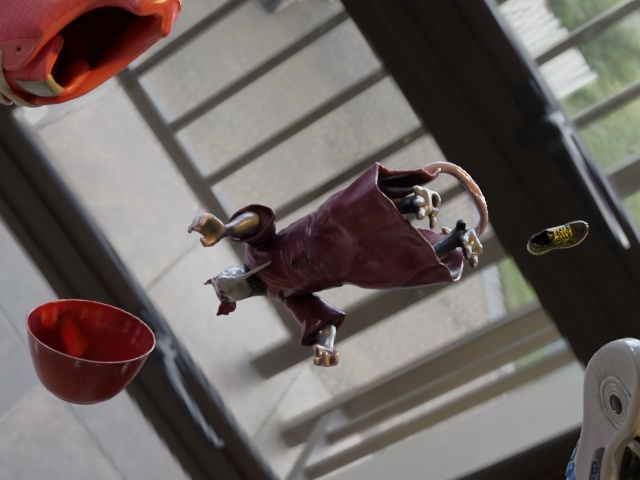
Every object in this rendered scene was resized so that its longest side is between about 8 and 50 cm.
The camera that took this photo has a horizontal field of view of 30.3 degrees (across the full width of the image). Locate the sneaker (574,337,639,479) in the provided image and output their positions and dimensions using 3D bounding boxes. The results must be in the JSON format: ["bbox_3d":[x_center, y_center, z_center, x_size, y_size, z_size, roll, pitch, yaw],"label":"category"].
[{"bbox_3d":[0.312,0.159,1.109,0.079,0.121,0.217,-119,-158,-43],"label":"sneaker"}]

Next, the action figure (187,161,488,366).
[{"bbox_3d":[0.000,0.000,1.537,0.248,0.370,0.275,62,31,-19],"label":"action figure"}]

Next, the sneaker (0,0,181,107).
[{"bbox_3d":[-0.240,-0.156,0.926,0.116,0.314,0.136,47,25,-45],"label":"sneaker"}]

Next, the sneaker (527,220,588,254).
[{"bbox_3d":[0.309,-0.003,1.539,0.035,0.083,0.031,39,29,-71],"label":"sneaker"}]

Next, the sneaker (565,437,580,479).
[{"bbox_3d":[0.313,0.272,1.305,0.078,0.188,0.067,20,-8,-2],"label":"sneaker"}]

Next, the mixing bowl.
[{"bbox_3d":[-0.332,0.166,1.660,0.181,0.098,0.181,15,21,-6],"label":"mixing bowl"}]
